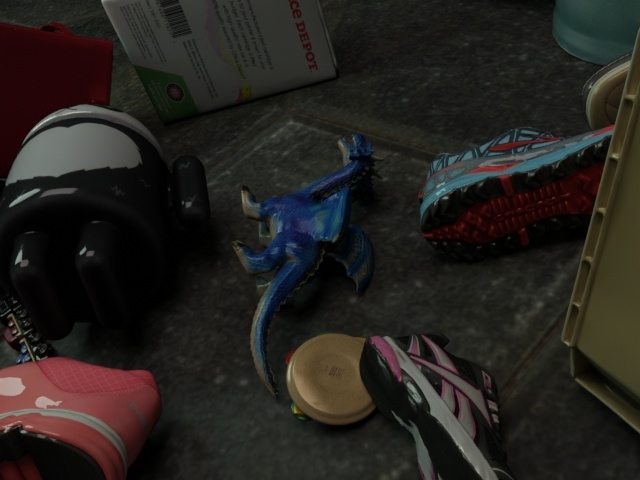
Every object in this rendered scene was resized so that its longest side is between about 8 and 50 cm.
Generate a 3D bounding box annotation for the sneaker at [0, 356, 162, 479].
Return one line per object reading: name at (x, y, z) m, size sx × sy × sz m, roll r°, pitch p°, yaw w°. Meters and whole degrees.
sneaker at (-0.272, 0.161, 0.572) m, size 0.313 × 0.116 × 0.136 m, roll -3°, pitch 22°, yaw 22°

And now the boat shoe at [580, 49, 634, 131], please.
boat shoe at (0.380, -0.173, 0.663) m, size 0.285 × 0.103 × 0.092 m, roll -20°, pitch 34°, yaw -6°

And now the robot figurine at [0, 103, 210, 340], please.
robot figurine at (-0.245, -0.030, 0.699) m, size 0.173 × 0.209 × 0.278 m, roll -52°, pitch 30°, yaw 27°

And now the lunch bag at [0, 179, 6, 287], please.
lunch bag at (-0.498, 0.002, 0.827) m, size 0.258 × 0.120 × 0.293 m, roll -38°, pitch 41°, yaw -28°

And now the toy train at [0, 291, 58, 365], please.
toy train at (-0.315, 0.096, 0.702) m, size 0.036 × 0.027 × 0.158 m, roll -39°, pitch 42°, yaw -16°

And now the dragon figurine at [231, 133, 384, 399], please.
dragon figurine at (0.000, 0.000, 0.632) m, size 0.144 × 0.085 × 0.289 m, roll -12°, pitch 39°, yaw 11°

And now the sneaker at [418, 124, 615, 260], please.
sneaker at (0.216, -0.074, 0.612) m, size 0.261 × 0.104 × 0.125 m, roll -11°, pitch 38°, yaw 11°

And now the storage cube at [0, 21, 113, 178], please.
storage cube at (-0.414, -0.190, 0.889) m, size 0.183 × 0.215 × 0.193 m, roll 22°, pitch 18°, yaw 40°

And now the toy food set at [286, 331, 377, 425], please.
toy food set at (0.012, 0.111, 0.538) m, size 0.082 × 0.020 × 0.083 m, roll 7°, pitch 52°, yaw 1°

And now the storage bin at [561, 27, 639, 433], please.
storage bin at (0.282, 0.035, 0.344) m, size 0.123 × 0.260 × 0.262 m, roll -17°, pitch 36°, yaw -24°

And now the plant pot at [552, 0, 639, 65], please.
plant pot at (0.422, -0.360, 0.779) m, size 0.293 × 0.196 × 0.293 m, roll -11°, pitch 40°, yaw 10°

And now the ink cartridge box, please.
ink cartridge box at (-0.133, -0.310, 0.953) m, size 0.278 × 0.201 × 0.117 m, roll -13°, pitch 40°, yaw 8°

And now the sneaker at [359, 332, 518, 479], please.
sneaker at (0.100, 0.122, 0.466) m, size 0.077 × 0.072 × 0.178 m, roll -14°, pitch 45°, yaw -20°
